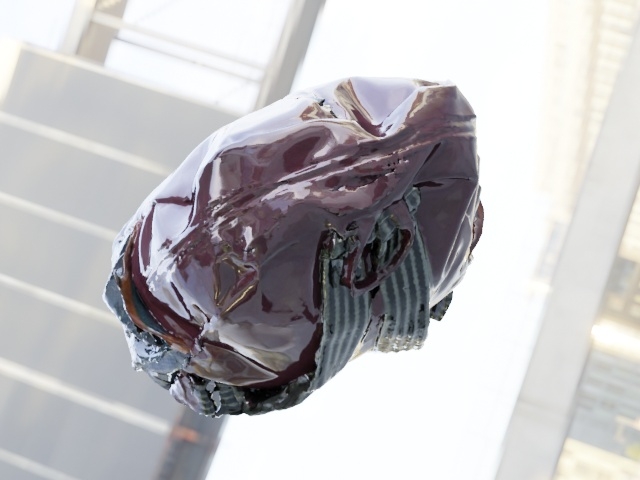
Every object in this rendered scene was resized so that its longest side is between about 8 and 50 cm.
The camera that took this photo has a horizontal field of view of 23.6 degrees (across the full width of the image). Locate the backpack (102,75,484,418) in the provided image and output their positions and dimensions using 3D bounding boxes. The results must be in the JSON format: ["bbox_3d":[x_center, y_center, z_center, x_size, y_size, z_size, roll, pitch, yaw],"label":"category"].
[{"bbox_3d":[0.000,0.000,1.081,0.283,0.197,0.317,-21,-10,-18],"label":"backpack"}]
